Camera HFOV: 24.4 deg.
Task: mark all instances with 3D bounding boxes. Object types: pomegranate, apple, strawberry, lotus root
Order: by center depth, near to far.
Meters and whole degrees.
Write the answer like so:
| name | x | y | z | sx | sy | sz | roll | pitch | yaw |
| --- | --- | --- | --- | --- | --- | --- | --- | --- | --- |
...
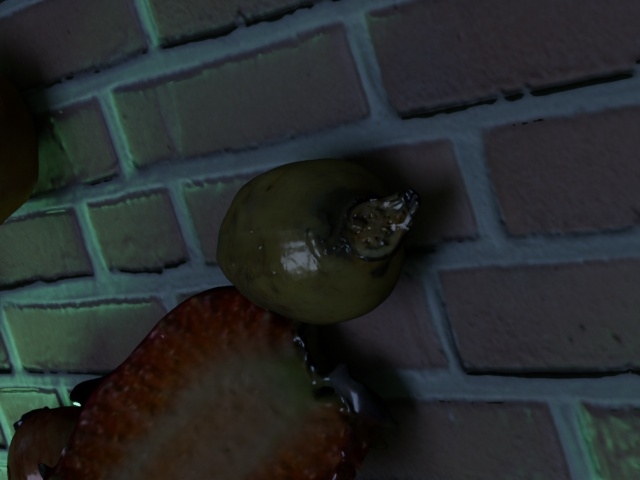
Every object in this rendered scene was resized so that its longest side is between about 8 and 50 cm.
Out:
| name | x | y | z | sx | sy | sz | roll | pitch | yaw |
| --- | --- | --- | --- | --- | --- | --- | --- | --- | --- |
| lotus root | 0.000 | 0.000 | 1.145 | 0.221 | 0.118 | 0.125 | -2 | 123 | 54 |
| strawberry | -0.105 | 0.184 | 1.244 | 0.233 | 0.306 | 0.138 | 50 | 170 | 28 |
| pomegranate | -0.392 | -0.088 | 1.507 | 0.209 | 0.209 | 0.209 | 27 | 127 | 41 |
| apple | -0.257 | 0.248 | 1.559 | 0.146 | 0.146 | 0.131 | -43 | 45 | 51 |

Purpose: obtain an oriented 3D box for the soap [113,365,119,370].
| name | x | y | z | sx | sy | sz | roll | pitch | yaw |
| --- | --- | --- | --- | --- | --- | --- | --- | --- | --- |
| soap | -0.105 | 0.207 | 1.398 | 0.230 | 0.091 | 0.145 | 29 | 129 | 38 |

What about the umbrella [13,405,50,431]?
| name | x | y | z | sx | sy | sz | roll | pitch | yaw |
| --- | --- | --- | --- | --- | --- | --- | --- | --- | --- |
| umbrella | -0.265 | 0.299 | 1.671 | 0.248 | 0.071 | 0.071 | 60 | 143 | 4 |
